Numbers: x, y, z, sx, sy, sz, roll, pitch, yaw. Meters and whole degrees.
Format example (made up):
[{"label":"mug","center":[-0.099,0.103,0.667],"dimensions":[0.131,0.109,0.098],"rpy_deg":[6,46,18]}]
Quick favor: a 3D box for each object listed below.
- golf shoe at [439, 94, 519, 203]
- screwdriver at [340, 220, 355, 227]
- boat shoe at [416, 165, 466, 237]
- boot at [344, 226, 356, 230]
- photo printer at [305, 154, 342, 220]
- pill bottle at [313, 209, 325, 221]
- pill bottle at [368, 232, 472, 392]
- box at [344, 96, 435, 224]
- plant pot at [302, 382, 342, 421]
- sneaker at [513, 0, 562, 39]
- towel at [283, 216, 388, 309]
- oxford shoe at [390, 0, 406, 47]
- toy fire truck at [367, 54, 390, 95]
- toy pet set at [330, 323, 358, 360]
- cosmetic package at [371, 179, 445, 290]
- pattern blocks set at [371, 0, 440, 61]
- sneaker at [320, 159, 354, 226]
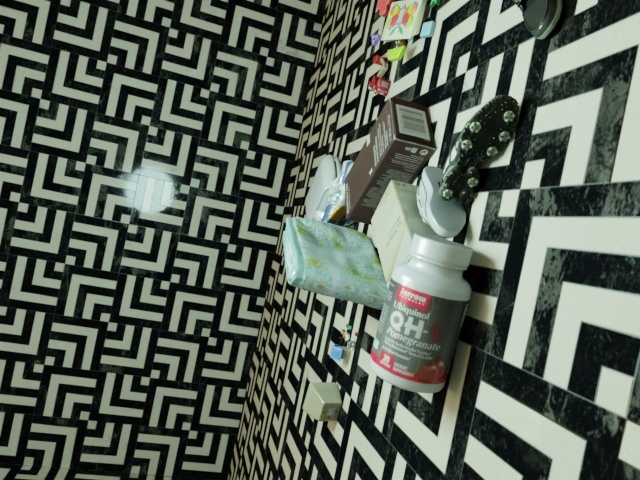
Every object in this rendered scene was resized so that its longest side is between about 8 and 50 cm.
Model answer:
[{"label":"golf shoe","center":[0.339,-0.216,1.125],"dimensions":[0.120,0.105,0.273],"rpy_deg":[-85,15,-50]},{"label":"screwdriver","center":[0.065,-0.043,1.937],"dimensions":[0.024,0.169,0.025],"rpy_deg":[60,175,48]},{"label":"boat shoe","center":[0.284,-0.082,1.238],"dimensions":[0.268,0.096,0.088],"rpy_deg":[-94,17,-49]},{"label":"boot","center":[0.069,0.095,1.908],"dimensions":[0.263,0.091,0.229],"rpy_deg":[122,156,-48]},{"label":"photo printer","center":[0.022,-0.221,2.298],"dimensions":[0.256,0.107,0.308],"rpy_deg":[-93,21,-44]},{"label":"pill bottle","center":[0.000,0.000,2.150],"dimensions":[0.136,0.136,0.246],"rpy_deg":[-165,88,-75]},{"label":"pill bottle","center":[0.227,0.153,1.101],"dimensions":[0.176,0.176,0.319],"rpy_deg":[-138,61,-73]},{"label":"box","center":[0.203,-0.236,1.577],"dimensions":[0.381,0.143,0.191],"rpy_deg":[117,159,-50]},{"label":"plant pot","center":[0.015,0.566,1.733],"dimensions":[0.096,0.109,0.109],"rpy_deg":[39,117,60]},{"label":"sneaker","center":[0.414,-0.510,1.031],"dimensions":[0.083,0.118,0.222],"rpy_deg":[125,153,-56]},{"label":"towel","center":[0.044,0.058,1.583],"dimensions":[0.374,0.320,0.090],"rpy_deg":[-102,30,-59]},{"label":"oxford shoe","center":[0.296,-0.789,1.807],"dimensions":[0.076,0.076,0.212],"rpy_deg":[-9,77,32]},{"label":"toy fire truck","center":[0.234,-0.643,1.949],"dimensions":[0.192,0.047,0.135],"rpy_deg":[-111,37,-63]},{"label":"toy pet set","center":[0.072,0.354,1.744],"dimensions":[0.122,0.065,0.114],"rpy_deg":[-161,83,-76]},{"label":"cosmetic package","center":[0.234,-0.005,1.332],"dimensions":[0.309,0.113,0.160],"rpy_deg":[-95,23,-51]},{"label":"pattern blocks set","center":[0.282,-0.757,1.707],"dimensions":[0.324,0.026,0.286],"rpy_deg":[3,83,56]},{"label":"sneaker","center":[0.078,-0.169,1.937],"dimensions":[0.131,0.111,0.296],"rpy_deg":[47,112,36]}]
